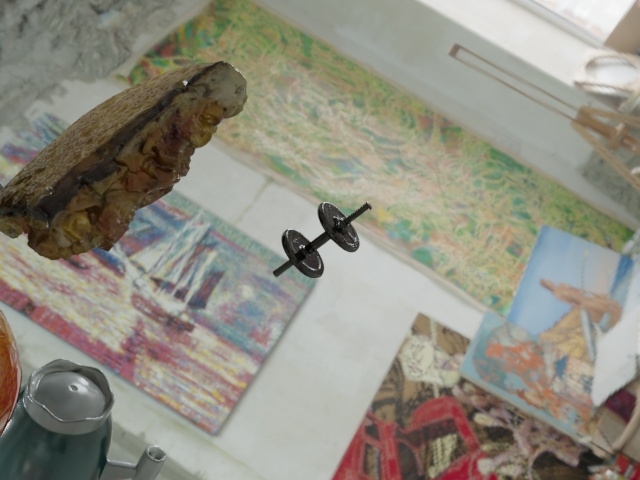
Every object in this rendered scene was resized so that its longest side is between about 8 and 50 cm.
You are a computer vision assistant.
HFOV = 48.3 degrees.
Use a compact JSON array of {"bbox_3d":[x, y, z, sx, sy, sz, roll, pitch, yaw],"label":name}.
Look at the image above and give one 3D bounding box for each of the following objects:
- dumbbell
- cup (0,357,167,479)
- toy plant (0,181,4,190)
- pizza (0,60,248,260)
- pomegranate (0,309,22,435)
[{"bbox_3d":[0.000,0.000,0.824,0.147,0.069,0.069,-36,5,21],"label":"dumbbell"},{"bbox_3d":[-0.348,0.253,0.931,0.173,0.300,0.167,-60,19,25],"label":"cup"},{"bbox_3d":[-0.680,0.017,1.139,0.400,0.186,0.279,-58,-24,-59],"label":"toy plant"},{"bbox_3d":[-0.265,-0.092,0.884,0.409,0.114,0.277,-32,34,13],"label":"pizza"},{"bbox_3d":[-0.321,0.089,0.505,0.210,0.210,0.235,-55,-2,-46],"label":"pomegranate"}]
